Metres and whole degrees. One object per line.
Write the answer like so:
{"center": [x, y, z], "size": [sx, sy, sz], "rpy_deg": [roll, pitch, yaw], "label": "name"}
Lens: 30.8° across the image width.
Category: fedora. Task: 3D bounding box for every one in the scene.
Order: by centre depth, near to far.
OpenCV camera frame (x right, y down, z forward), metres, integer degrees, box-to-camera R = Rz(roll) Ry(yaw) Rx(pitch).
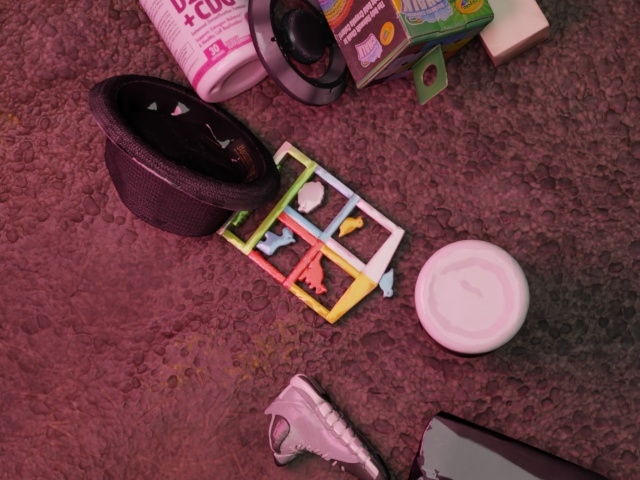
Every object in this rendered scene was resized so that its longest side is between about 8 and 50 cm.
{"center": [-0.234, -0.116, 1.833], "size": [0.334, 0.334, 0.152], "rpy_deg": [35, 118, 9], "label": "fedora"}

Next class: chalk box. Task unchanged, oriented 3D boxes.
{"center": [0.134, -0.358, 1.810], "size": [0.179, 0.180, 0.288], "rpy_deg": [-21, 83, -30], "label": "chalk box"}

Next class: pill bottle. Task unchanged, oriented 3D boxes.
{"center": [0.221, 0.093, 1.724], "size": [0.162, 0.278, 0.162], "rpy_deg": [-1, 82, 5], "label": "pill bottle"}
{"center": [-0.196, -0.381, 1.883], "size": [0.160, 0.160, 0.283], "rpy_deg": [-33, 81, 0], "label": "pill bottle"}

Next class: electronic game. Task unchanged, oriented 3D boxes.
{"center": [-0.030, -0.323, 1.845], "size": [0.048, 0.229, 0.229], "rpy_deg": [-19, 79, 40], "label": "electronic game"}

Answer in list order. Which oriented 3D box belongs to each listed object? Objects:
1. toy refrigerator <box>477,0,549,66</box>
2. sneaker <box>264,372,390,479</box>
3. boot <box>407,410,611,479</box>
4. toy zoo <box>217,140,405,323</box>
{"center": [0.261, -0.426, 1.884], "size": [0.102, 0.094, 0.269], "rpy_deg": [-30, 80, 8], "label": "toy refrigerator"}
{"center": [-0.002, 0.330, 1.821], "size": [0.132, 0.086, 0.228], "rpy_deg": [-43, 71, 4], "label": "sneaker"}
{"center": [0.308, 0.489, 1.685], "size": [0.445, 0.146, 0.366], "rpy_deg": [21, 75, 4], "label": "boot"}
{"center": [0.000, 0.000, 1.882], "size": [0.293, 0.030, 0.192], "rpy_deg": [39, 88, 9], "label": "toy zoo"}
